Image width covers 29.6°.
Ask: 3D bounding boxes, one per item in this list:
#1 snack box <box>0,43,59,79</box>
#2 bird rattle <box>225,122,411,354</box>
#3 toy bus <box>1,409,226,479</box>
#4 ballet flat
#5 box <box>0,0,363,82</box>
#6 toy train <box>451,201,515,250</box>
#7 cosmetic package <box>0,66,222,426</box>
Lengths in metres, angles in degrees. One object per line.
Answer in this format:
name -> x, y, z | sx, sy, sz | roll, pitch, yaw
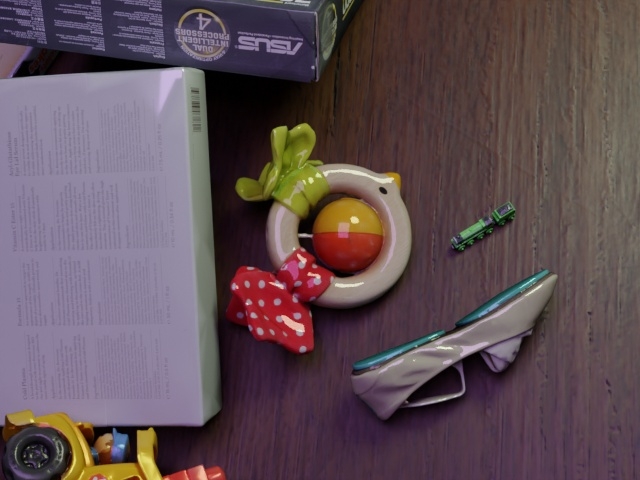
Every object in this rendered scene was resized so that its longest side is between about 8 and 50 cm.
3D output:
snack box -> -0.451, -0.236, 1.555 | 0.187, 0.060, 0.322 | 25, 74, 19
bird rattle -> 0.000, 0.000, 1.338 | 0.207, 0.143, 0.254 | 0, 70, -6
toy bus -> -0.205, 0.263, 1.237 | 0.211, 0.149, 0.220 | -19, 63, -18
ballet flat -> 0.153, 0.117, 1.288 | 0.248, 0.086, 0.086 | -27, 65, 1
box -> -0.151, -0.316, 1.423 | 0.395, 0.097, 0.318 | 8, 34, 11
toy train -> 0.183, -0.016, 1.359 | 0.083, 0.024, 0.017 | -32, 65, -3
cosmetic package -> -0.261, 0.009, 1.312 | 0.284, 0.097, 0.377 | -1, 95, 8
